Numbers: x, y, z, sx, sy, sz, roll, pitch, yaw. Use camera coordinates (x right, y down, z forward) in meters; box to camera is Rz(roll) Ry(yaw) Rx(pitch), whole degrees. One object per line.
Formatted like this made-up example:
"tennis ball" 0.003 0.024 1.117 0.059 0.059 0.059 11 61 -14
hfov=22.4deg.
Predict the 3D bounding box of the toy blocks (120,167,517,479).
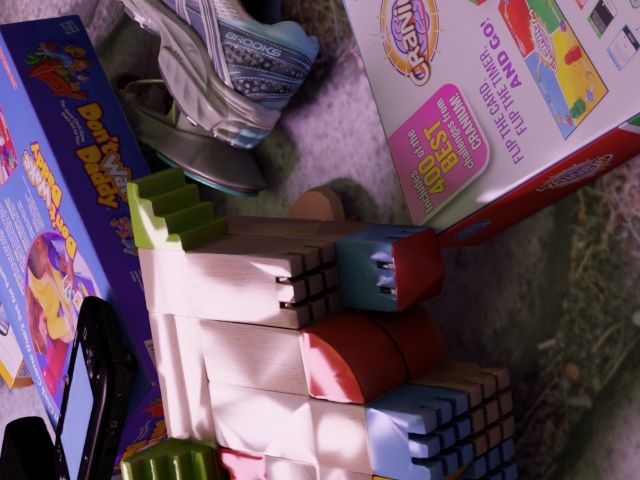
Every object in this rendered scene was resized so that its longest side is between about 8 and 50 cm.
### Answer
"toy blocks" 0.018 0.136 1.118 0.261 0.191 0.381 3 106 40

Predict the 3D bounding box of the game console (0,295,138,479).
"game console" -0.209 0.190 1.332 0.213 0.044 0.361 58 143 39

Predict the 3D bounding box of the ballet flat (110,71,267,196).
"ballet flat" -0.117 -0.096 1.353 0.213 0.072 0.068 26 106 46

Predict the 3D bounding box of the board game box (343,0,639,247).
"board game box" 0.152 -0.164 1.049 0.316 0.064 0.242 -32 68 45

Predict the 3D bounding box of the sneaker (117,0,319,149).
"sneaker" -0.088 -0.208 1.314 0.122 0.110 0.283 -44 60 19

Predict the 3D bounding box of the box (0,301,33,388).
"box" -0.291 0.068 1.588 0.081 0.028 0.136 48 123 36

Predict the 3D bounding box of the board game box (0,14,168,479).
"board game box" -0.209 0.015 1.397 0.347 0.078 0.233 64 147 20

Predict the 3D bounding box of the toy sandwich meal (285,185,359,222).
"toy sandwich meal" 0.000 0.000 1.256 0.085 0.029 0.085 -19 66 49
